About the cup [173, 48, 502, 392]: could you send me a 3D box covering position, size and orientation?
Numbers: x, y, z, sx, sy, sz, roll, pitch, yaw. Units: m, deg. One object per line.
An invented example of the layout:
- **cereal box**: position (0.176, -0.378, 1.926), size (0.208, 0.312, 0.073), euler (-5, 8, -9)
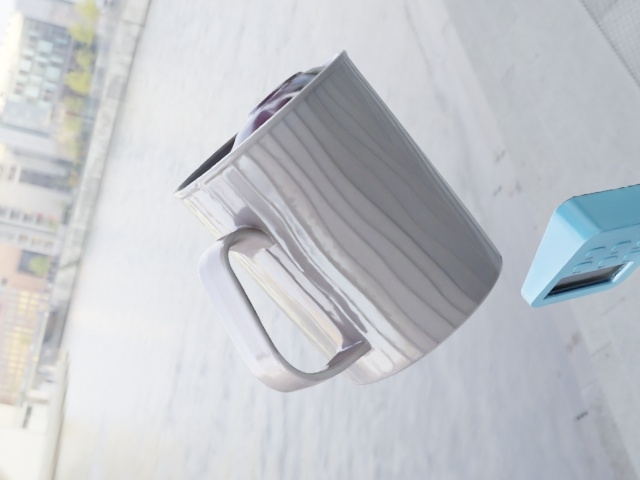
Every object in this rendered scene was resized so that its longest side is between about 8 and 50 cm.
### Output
- **cup**: position (0.015, -0.011, 0.948), size (0.208, 0.273, 0.288), euler (-37, 11, 18)

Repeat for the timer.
- **timer**: position (0.498, 0.027, 1.802), size (0.091, 0.232, 0.250), euler (58, 148, 36)
